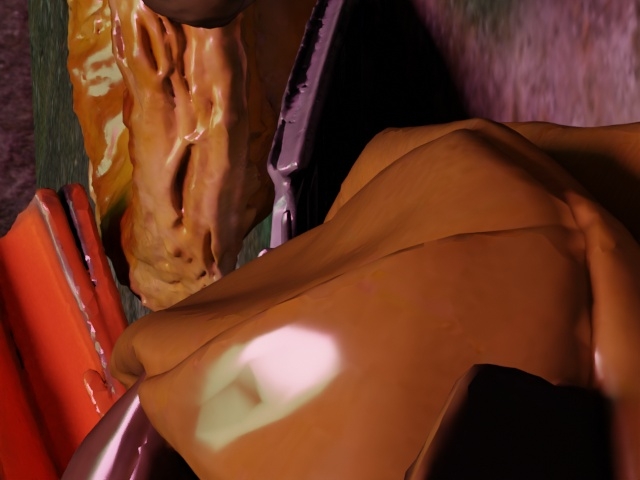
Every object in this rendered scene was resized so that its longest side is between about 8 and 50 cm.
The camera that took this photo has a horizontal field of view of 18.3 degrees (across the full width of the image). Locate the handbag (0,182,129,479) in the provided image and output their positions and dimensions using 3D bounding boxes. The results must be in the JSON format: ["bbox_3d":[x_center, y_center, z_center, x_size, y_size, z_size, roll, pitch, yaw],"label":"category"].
[{"bbox_3d":[-0.132,0.172,1.096,0.410,0.116,0.303,103,145,-68],"label":"handbag"}]

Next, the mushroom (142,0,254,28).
[{"bbox_3d":[-0.038,-0.205,0.644,0.212,0.217,0.292,-46,7,0],"label":"mushroom"}]

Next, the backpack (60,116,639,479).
[{"bbox_3d":[0.025,0.146,0.493,0.378,0.201,0.353,134,134,-73],"label":"backpack"}]

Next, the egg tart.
[{"bbox_3d":[-0.054,-0.112,0.967,0.319,0.128,0.319,174,90,-77],"label":"egg tart"}]

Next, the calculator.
[{"bbox_3d":[0.001,0.000,0.781,0.274,0.028,0.165,-75,-11,-65],"label":"calculator"}]
